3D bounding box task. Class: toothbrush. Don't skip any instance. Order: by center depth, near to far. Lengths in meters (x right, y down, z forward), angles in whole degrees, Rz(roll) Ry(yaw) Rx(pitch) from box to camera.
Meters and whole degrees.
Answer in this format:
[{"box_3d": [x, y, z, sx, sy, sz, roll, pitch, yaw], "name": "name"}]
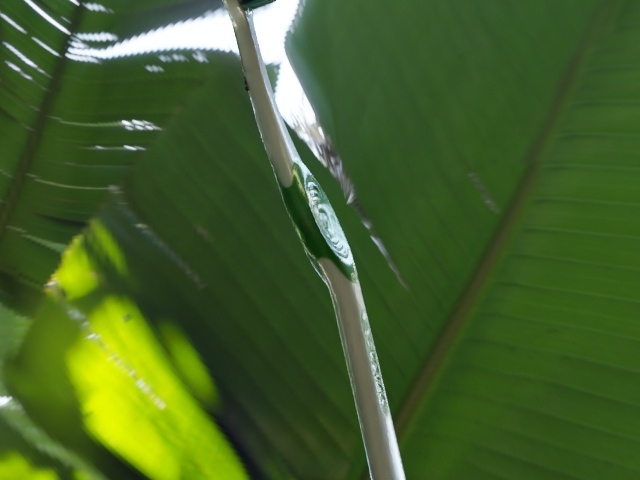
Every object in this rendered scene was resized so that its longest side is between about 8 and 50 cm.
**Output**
[{"box_3d": [-0.002, 0.001, 0.653, 0.030, 0.030, 0.304, -14, -93, 1], "name": "toothbrush"}]
